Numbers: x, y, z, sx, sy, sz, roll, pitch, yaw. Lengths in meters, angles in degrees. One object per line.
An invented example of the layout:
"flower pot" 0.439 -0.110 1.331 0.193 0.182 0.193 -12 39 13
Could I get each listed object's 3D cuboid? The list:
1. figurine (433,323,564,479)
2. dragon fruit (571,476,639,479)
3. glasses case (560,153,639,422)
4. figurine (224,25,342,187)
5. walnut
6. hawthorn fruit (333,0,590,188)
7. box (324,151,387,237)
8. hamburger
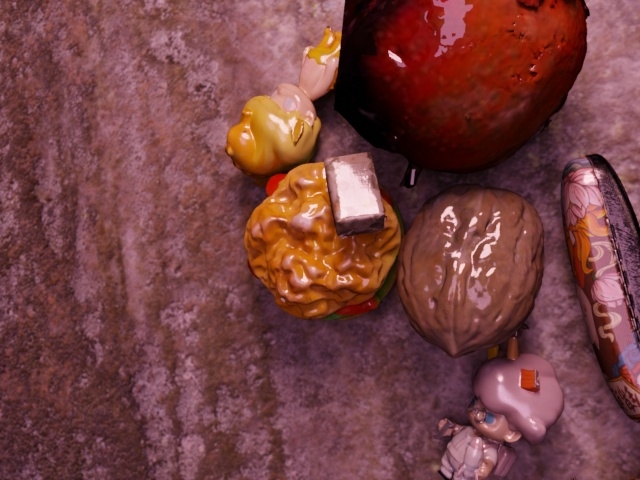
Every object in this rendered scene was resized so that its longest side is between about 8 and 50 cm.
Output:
"figurine" 0.225 0.218 0.730 0.111 0.137 0.229 28 97 -15
"dragon fruit" 0.420 0.303 0.671 0.246 0.125 0.125 -13 50 33
"glasses case" 0.354 0.054 0.704 0.082 0.122 0.321 -13 81 12
"figurine" -0.038 -0.189 0.841 0.246 0.131 0.156 -51 40 7
"walnut" 0.182 0.037 0.722 0.178 0.178 0.231 9 61 16
"hawthorn fruit" 0.153 -0.232 0.709 0.315 0.316 0.316 -2 84 15
"box" 0.041 -0.056 0.707 0.062 0.045 0.098 -11 64 -2
"hamburger" 0.000 0.000 0.796 0.237 0.149 0.237 -1 85 16
